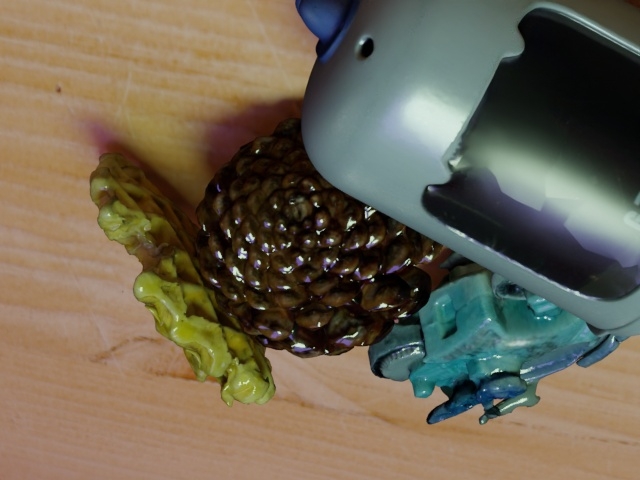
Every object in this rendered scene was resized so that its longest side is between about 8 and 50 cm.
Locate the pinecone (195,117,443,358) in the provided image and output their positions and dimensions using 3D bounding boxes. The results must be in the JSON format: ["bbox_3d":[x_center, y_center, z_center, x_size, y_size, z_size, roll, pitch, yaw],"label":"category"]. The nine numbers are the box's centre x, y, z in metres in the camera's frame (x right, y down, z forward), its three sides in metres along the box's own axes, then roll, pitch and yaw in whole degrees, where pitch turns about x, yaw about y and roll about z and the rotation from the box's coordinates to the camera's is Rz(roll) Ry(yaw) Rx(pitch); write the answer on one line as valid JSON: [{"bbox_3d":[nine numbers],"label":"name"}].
[{"bbox_3d":[0.000,0.000,1.589,0.221,0.221,0.221,10,142,8],"label":"pinecone"}]

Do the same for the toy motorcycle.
[{"bbox_3d":[0.179,0.081,1.678,0.206,0.154,0.260,15,145,-38],"label":"toy motorcycle"}]

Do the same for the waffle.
[{"bbox_3d":[-0.126,0.030,1.650,0.056,0.250,0.261,-38,112,10],"label":"waffle"}]

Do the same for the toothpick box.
[{"bbox_3d":[0.139,-0.104,1.392,0.355,0.263,0.263,27,141,-12],"label":"toothpick box"}]
